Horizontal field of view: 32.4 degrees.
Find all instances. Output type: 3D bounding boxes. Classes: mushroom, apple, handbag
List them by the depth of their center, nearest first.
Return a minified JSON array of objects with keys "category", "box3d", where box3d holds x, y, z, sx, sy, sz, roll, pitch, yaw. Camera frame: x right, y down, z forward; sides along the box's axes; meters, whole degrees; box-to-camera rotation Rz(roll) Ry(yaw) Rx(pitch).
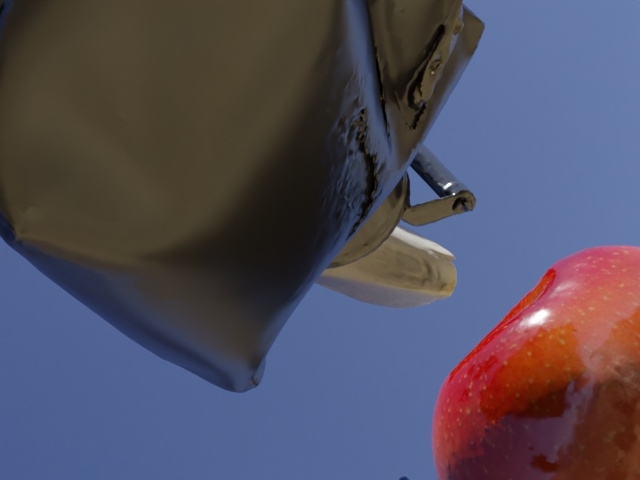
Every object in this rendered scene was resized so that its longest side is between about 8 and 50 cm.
[{"category":"handbag","box3d":[-0.034,-0.086,0.581,0.288,0.152,0.342,-45,-23,-5]},{"category":"apple","box3d":[0.203,0.131,0.765,0.260,0.216,0.260,-44,-12,-12]},{"category":"mushroom","box3d":[0.002,0.001,1.666,0.154,0.408,0.137,127,165,-87]}]

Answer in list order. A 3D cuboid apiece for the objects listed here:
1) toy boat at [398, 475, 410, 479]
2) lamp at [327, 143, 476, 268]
[{"category":"toy boat","box3d":[0.117,0.317,1.096,0.091,0.175,0.110,-26,-13,10]},{"category":"lamp","box3d":[-0.012,-0.113,1.274,0.374,0.205,0.272,-21,-42,-18]}]
